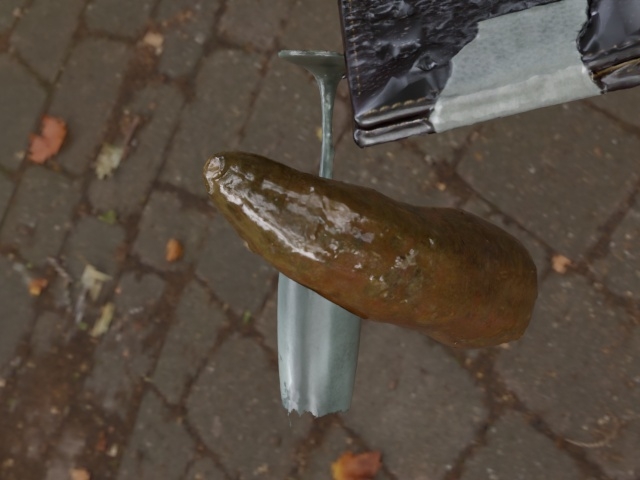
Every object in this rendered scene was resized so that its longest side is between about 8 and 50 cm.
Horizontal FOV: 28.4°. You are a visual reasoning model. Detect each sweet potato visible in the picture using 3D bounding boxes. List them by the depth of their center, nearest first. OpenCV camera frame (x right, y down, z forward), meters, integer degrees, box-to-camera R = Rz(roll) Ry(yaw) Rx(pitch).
[{"bbox_3d":[0.049,0.009,0.831,0.097,0.291,0.097,-24,56,41],"label":"sweet potato"}]

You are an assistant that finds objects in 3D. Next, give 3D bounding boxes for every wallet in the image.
[{"bbox_3d":[0.116,-0.177,0.822,0.220,0.071,0.262,-11,45,8],"label":"wallet"}]

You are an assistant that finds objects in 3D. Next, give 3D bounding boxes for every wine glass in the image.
[{"bbox_3d":[0.000,0.000,0.890,0.074,0.074,0.262,7,98,42],"label":"wine glass"}]
